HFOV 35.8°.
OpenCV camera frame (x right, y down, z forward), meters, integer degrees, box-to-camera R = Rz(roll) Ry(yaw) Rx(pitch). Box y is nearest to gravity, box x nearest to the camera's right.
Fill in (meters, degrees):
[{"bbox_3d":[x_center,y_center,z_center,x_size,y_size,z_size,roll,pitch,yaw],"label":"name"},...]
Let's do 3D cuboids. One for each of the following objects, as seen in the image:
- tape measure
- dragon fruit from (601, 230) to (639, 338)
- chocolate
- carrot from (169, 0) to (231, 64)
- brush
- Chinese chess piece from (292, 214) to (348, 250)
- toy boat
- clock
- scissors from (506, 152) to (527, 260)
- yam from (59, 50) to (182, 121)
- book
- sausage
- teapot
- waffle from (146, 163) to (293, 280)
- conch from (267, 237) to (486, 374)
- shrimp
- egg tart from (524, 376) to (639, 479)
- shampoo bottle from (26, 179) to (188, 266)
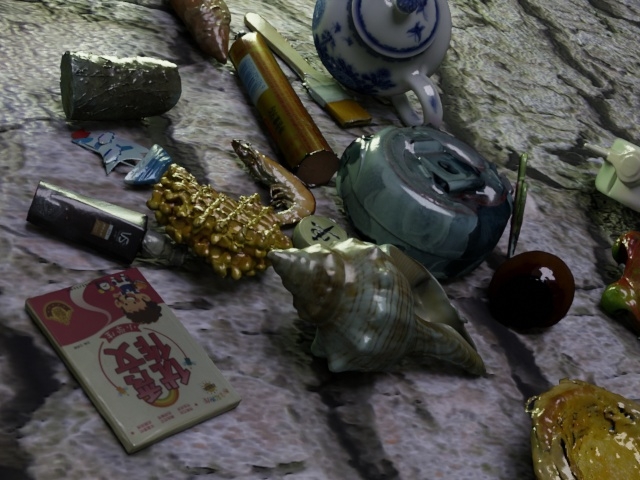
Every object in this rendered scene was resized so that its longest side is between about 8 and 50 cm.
[{"bbox_3d":[0.162,-0.073,1.544,0.256,0.147,0.275,-11,51,-39],"label":"tape measure"},{"bbox_3d":[0.609,0.088,1.659,0.295,0.130,0.268,2,49,-31],"label":"dragon fruit"},{"bbox_3d":[0.329,0.072,1.527,0.124,0.127,0.133,62,25,-17],"label":"chocolate"},{"bbox_3d":[-0.215,-0.407,1.757,0.102,0.102,0.263,-3,53,-34],"label":"carrot"},{"bbox_3d":[-0.035,-0.317,1.808,0.085,0.020,0.336,-16,54,-42],"label":"brush"},{"bbox_3d":[0.000,0.000,1.447,0.084,0.034,0.084,16,39,-14],"label":"Chinese chess piece"},{"bbox_3d":[-0.279,-0.124,1.430,0.149,0.034,0.105,33,38,26],"label":"toy boat"},{"bbox_3d":[0.636,-0.092,1.835,0.324,0.108,0.265,30,15,20],"label":"clock"},{"bbox_3d":[0.310,-0.033,1.561,0.020,0.187,0.133,7,38,8],"label":"scissors"},{"bbox_3d":[-0.303,-0.226,1.464,0.183,0.107,0.107,-5,48,-40],"label":"yam"},{"bbox_3d":[-0.220,0.132,1.164,0.162,0.022,0.232,-18,56,-44],"label":"book"},{"bbox_3d":[-0.078,-0.237,1.644,0.082,0.082,0.371,-1,45,-33],"label":"sausage"},{"bbox_3d":[0.118,-0.385,1.757,0.252,0.280,0.424,-21,91,-13],"label":"teapot"},{"bbox_3d":[-0.134,-0.030,1.330,0.197,0.070,0.193,43,22,26],"label":"waffle"},{"bbox_3d":[0.068,0.091,1.300,0.386,0.169,0.203,39,47,-48],"label":"conch"},{"bbox_3d":[-0.091,-0.081,1.490,0.178,0.034,0.124,41,45,9],"label":"shrimp"},{"bbox_3d":[0.358,0.309,1.257,0.291,0.107,0.291,21,38,-18],"label":"egg tart"},{"bbox_3d":[-0.270,-0.016,1.277,0.208,0.057,0.063,22,20,-14],"label":"shampoo bottle"}]
